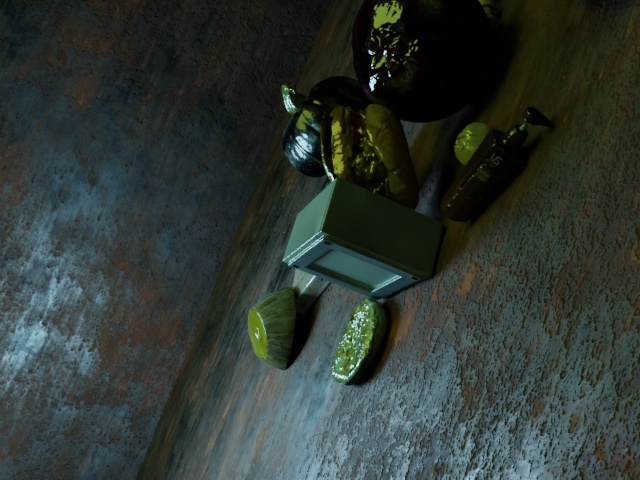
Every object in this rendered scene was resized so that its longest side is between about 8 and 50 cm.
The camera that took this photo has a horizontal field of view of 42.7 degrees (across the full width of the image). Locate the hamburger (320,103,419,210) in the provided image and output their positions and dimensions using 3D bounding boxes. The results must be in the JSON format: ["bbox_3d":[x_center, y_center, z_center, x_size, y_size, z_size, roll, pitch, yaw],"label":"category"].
[{"bbox_3d":[0.102,-0.155,1.611,0.163,0.244,0.244,-13,37,15],"label":"hamburger"}]

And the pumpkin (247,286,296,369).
[{"bbox_3d":[-0.132,0.225,2.108,0.217,0.110,0.217,-176,90,-68],"label":"pumpkin"}]

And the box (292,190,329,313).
[{"bbox_3d":[0.001,0.000,2.190,0.204,0.051,0.365,-53,21,41],"label":"box"}]

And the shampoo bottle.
[{"bbox_3d":[0.286,-0.124,1.351,0.067,0.068,0.236,-82,20,-47],"label":"shampoo bottle"}]

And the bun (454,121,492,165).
[{"bbox_3d":[0.274,-0.177,1.490,0.086,0.055,0.086,-59,16,28],"label":"bun"}]

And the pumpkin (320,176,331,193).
[{"bbox_3d":[0.089,-0.110,1.838,0.220,0.162,0.220,-53,17,25],"label":"pumpkin"}]

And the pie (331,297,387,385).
[{"bbox_3d":[0.077,0.202,1.621,0.186,0.041,0.187,-59,16,29],"label":"pie"}]

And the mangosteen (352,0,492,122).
[{"bbox_3d":[0.212,-0.385,1.637,0.297,0.293,0.297,13,105,57],"label":"mangosteen"}]

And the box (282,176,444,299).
[{"bbox_3d":[0.076,0.010,1.559,0.225,0.225,0.117,-38,32,64],"label":"box"}]

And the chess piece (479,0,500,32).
[{"bbox_3d":[0.348,-0.483,1.718,0.060,0.060,0.172,-53,21,41],"label":"chess piece"}]

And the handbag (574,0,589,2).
[{"bbox_3d":[0.361,-0.508,1.324,0.302,0.283,0.149,45,118,33],"label":"handbag"}]

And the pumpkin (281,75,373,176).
[{"bbox_3d":[-0.003,-0.326,2.254,0.295,0.296,0.295,-58,16,28],"label":"pumpkin"}]
